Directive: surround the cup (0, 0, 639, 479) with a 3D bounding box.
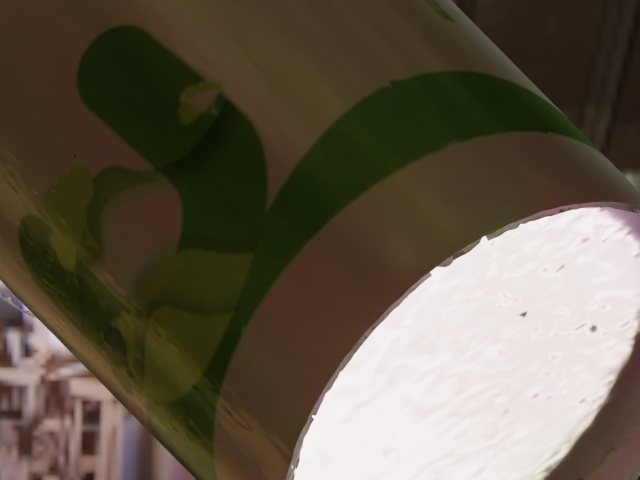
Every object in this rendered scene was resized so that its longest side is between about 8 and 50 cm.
[{"bbox_3d":[0.000,0.000,0.680,0.274,0.253,0.253,46,-33,42],"label":"cup"}]
